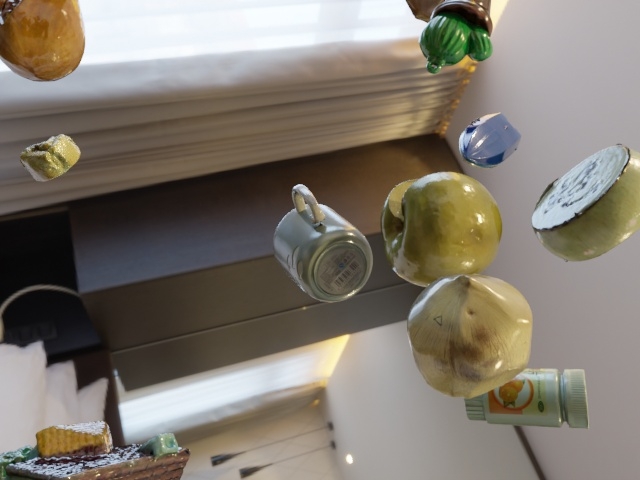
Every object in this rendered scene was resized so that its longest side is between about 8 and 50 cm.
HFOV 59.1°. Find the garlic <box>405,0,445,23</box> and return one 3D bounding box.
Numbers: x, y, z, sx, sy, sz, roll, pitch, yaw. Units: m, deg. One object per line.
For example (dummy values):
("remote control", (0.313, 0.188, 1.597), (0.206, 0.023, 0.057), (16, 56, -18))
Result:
("garlic", (0.398, -0.814, 1.819), (0.237, 0.210, 0.292), (46, -47, 31))

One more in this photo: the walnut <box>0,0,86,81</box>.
("walnut", (-0.655, -0.505, 1.336), (0.203, 0.203, 0.298), (105, -12, -56))

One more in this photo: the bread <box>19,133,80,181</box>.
("bread", (-0.728, -0.206, 1.502), (0.103, 0.156, 0.110), (56, 6, -35))

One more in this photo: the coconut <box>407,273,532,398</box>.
("coconut", (0.248, 0.151, 0.957), (0.224, 0.224, 0.224), (169, -90, -73))

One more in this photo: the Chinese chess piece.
("Chinese chess piece", (0.752, -0.105, 1.564), (0.146, 0.349, 0.349), (42, -16, -7))

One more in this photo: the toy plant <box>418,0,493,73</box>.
("toy plant", (0.271, -0.401, 1.096), (0.105, 0.142, 0.200), (82, 30, -78))

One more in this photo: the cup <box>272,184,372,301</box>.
("cup", (0.000, 0.000, 1.746), (0.274, 0.259, 0.357), (41, -28, 60))

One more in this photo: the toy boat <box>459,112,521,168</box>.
("toy boat", (0.416, -0.244, 1.435), (0.129, 0.295, 0.088), (50, -51, 5))

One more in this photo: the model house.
("model house", (-0.398, 0.399, 0.957), (0.249, 0.280, 0.230), (-46, -119, 20))

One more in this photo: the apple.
("apple", (0.285, -0.029, 1.343), (0.292, 0.254, 0.292), (-173, -90, -73))

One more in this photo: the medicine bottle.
("medicine bottle", (0.570, 0.437, 1.576), (0.158, 0.318, 0.158), (-6, 90, -66))
